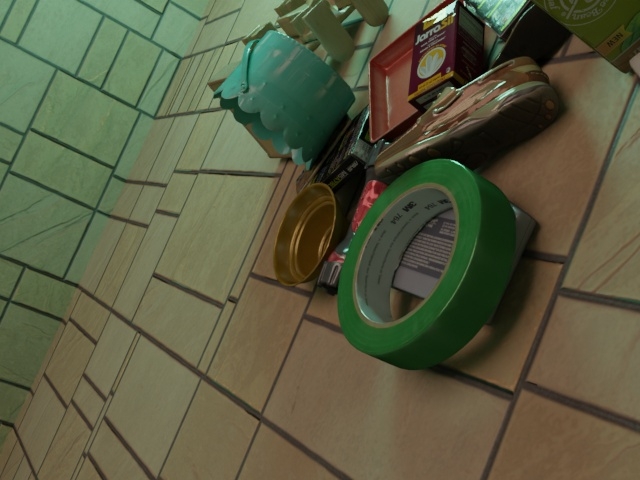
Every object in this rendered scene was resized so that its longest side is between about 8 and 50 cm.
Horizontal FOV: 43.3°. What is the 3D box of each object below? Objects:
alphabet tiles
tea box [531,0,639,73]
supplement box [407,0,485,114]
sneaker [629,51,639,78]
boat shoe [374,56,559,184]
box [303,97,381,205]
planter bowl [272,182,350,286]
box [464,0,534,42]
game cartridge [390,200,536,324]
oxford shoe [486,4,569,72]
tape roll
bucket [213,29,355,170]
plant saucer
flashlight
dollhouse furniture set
[{"bbox_3d":[0.002,-0.203,1.802,0.198,0.009,0.237,-55,11,12],"label":"alphabet tiles"},{"bbox_3d":[0.404,-0.466,1.067,0.329,0.323,0.220,-45,32,33],"label":"tea box"},{"bbox_3d":[0.222,-0.314,1.416,0.104,0.081,0.188,-25,45,41],"label":"supplement box"},{"bbox_3d":[0.482,-0.200,0.956,0.151,0.094,0.256,-45,34,26],"label":"sneaker"},{"bbox_3d":[0.230,-0.189,1.322,0.324,0.123,0.116,-25,55,27],"label":"boat shoe"},{"bbox_3d":[0.053,-0.180,1.671,0.184,0.045,0.190,-44,18,46],"label":"box"},{"bbox_3d":[0.000,0.000,1.613,0.217,0.090,0.217,-35,45,44],"label":"planter bowl"},{"bbox_3d":[0.383,-0.487,1.411,0.270,0.060,0.216,-52,30,22],"label":"box"},{"bbox_3d":[0.211,0.009,1.290,0.198,0.062,0.297,-61,27,-5],"label":"game cartridge"},{"bbox_3d":[0.342,-0.329,1.339,0.212,0.076,0.076,-49,5,18],"label":"oxford shoe"},{"bbox_3d":[0.152,0.034,1.232,0.321,0.077,0.321,-41,34,37],"label":"tape roll"},{"bbox_3d":[-0.074,-0.300,1.718,0.183,0.281,0.281,-53,27,-3],"label":"bucket"},{"bbox_3d":[0.203,-0.333,1.582,0.259,0.048,0.258,-34,39,35],"label":"plant saucer"},{"bbox_3d":[0.089,-0.039,1.493,0.103,0.103,0.304,12,75,36],"label":"flashlight"},{"bbox_3d":[-0.039,-0.429,1.998,0.394,0.256,0.362,-48,24,-17],"label":"dollhouse furniture set"}]
